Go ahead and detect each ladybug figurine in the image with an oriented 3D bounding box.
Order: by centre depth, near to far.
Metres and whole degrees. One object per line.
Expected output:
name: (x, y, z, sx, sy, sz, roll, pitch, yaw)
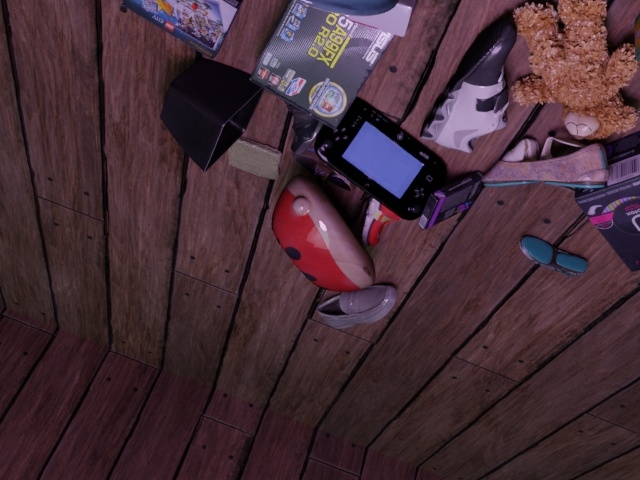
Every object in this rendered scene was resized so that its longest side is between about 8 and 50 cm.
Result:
ladybug figurine: (0.000, 0.000, 1.697, 0.161, 0.305, 0.449, -35, 151, 3)

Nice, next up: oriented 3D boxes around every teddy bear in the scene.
teddy bear: (0.484, -0.317, 1.271, 0.245, 0.113, 0.338, 5, 140, 23)

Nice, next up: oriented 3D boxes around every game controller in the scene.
game controller: (0.144, -0.188, 1.562, 0.319, 0.067, 0.166, 34, 101, -15)

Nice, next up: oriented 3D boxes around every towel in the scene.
towel: (-0.175, -0.220, 1.762, 0.148, 0.027, 0.110, 19, 142, 4)

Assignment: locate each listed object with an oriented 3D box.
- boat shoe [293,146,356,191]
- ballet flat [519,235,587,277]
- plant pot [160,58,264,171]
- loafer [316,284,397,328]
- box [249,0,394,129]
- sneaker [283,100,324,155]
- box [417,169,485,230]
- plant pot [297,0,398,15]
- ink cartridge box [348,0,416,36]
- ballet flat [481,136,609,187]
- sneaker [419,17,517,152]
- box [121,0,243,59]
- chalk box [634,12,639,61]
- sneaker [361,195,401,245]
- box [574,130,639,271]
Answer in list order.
boat shoe: (0.012, -0.179, 1.693, 0.183, 0.066, 0.066, 20, 143, 0)
ballet flat: (0.587, 0.048, 1.714, 0.188, 0.070, 0.070, 25, 143, 0)
plant pot: (-0.266, -0.314, 1.578, 0.167, 0.188, 0.187, 37, 142, 0)
loafer: (0.109, 0.203, 2.082, 0.111, 0.112, 0.319, 30, 143, -26)
box: (0.007, -0.395, 1.376, 0.216, 0.060, 0.270, 29, 125, -10)
sneaker: (-0.045, -0.303, 1.555, 0.130, 0.087, 0.227, 27, 139, -5)
box: (0.315, -0.096, 1.596, 0.029, 0.162, 0.116, 53, 151, 26)
plant pot: (0.040, -0.580, 0.997, 0.341, 0.341, 0.334, 25, 135, -6)
ink cartridge box: (0.125, -0.454, 1.235, 0.109, 0.151, 0.063, 17, 139, 4)
ballet flat: (0.481, -0.170, 1.445, 0.316, 0.107, 0.106, 7, 104, 53)
sneaker: (0.335, -0.301, 1.352, 0.146, 0.123, 0.330, 25, 148, -3)
box: (-0.301, -0.516, 1.440, 0.233, 0.044, 0.159, 30, 142, -12)
chalk box: (0.629, -0.395, 1.088, 0.132, 0.132, 0.213, 17, 143, 3)
sneaker: (0.176, -0.071, 1.724, 0.118, 0.107, 0.279, 14, 143, 0)
box: (0.690, -0.079, 1.440, 0.165, 0.143, 0.270, -23, 126, 43)
